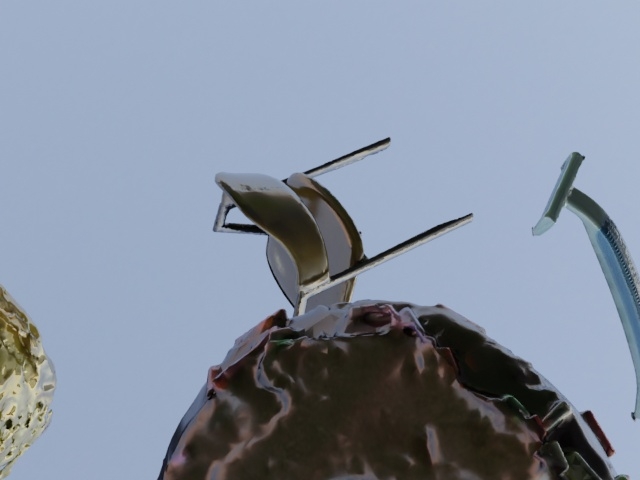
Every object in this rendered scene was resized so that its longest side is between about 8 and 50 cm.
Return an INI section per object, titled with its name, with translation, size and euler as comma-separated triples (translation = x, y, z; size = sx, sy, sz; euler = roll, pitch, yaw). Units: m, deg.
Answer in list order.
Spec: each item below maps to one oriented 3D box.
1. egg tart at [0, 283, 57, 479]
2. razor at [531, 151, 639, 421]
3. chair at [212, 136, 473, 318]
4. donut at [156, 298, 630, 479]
[egg tart]
translation = -0.399, 0.157, 1.376
size = 0.345, 0.345, 0.132
euler = 12, -140, -20
[razor]
translation = 0.186, 0.039, 0.991
size = 0.191, 0.037, 0.068
euler = 63, -141, -28
[chair]
translation = 0.000, 0.000, 1.571
size = 0.247, 0.172, 0.159
euler = -13, -137, -32
[donut]
translation = 0.031, 0.157, 0.743
size = 0.103, 0.269, 0.270
euler = 8, -123, -60
